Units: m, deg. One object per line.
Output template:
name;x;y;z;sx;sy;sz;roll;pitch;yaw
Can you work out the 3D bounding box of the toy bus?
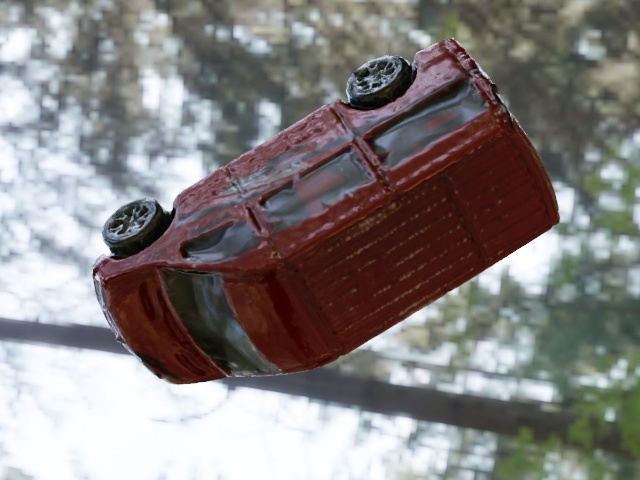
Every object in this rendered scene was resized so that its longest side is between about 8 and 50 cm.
toy bus;0.000;0.000;0.807;0.195;0.089;0.081;-30;-56;-1
